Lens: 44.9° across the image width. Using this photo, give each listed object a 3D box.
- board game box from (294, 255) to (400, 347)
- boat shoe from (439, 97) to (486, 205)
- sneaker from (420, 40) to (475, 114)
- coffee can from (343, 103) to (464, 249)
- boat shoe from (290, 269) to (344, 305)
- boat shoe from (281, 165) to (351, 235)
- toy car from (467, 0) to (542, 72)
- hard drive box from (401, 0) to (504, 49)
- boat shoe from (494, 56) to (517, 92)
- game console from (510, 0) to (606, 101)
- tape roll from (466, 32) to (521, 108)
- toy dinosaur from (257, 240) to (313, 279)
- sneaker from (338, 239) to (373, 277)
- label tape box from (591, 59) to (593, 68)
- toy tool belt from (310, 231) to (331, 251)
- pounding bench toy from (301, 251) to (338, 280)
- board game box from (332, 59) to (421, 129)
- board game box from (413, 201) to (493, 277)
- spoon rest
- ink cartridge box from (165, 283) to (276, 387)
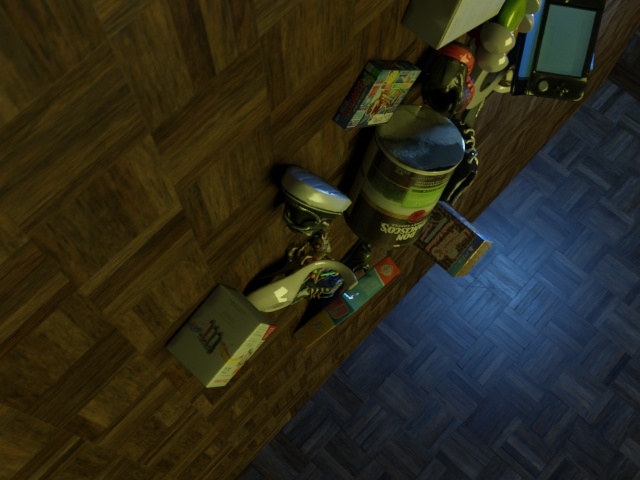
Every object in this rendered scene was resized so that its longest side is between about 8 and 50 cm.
[{"bbox_3d":[0.079,0.193,2.398,0.242,0.064,0.316,-37,175,-39],"label":"board game box"},{"bbox_3d":[0.374,-0.249,2.048,0.340,0.158,0.127,-56,153,3],"label":"boat shoe"},{"bbox_3d":[0.280,-0.331,1.713,0.135,0.097,0.276,-66,165,-7],"label":"sneaker"},{"bbox_3d":[0.180,-0.140,1.746,0.201,0.201,0.275,-38,161,-35],"label":"coffee can"},{"bbox_3d":[-0.018,0.131,2.072,0.183,0.083,0.065,-40,162,-32],"label":"boat shoe"},{"bbox_3d":[-0.015,-0.061,1.533,0.119,0.121,0.335,-55,167,6],"label":"boat shoe"},{"bbox_3d":[0.364,-0.457,1.614,0.159,0.136,0.182,-54,168,-10],"label":"toy car"},{"bbox_3d":[0.273,-0.474,1.403,0.232,0.089,0.181,-37,161,-40],"label":"hard drive box"},{"bbox_3d":[0.565,-0.499,2.134,0.324,0.116,0.097,-28,158,-41],"label":"boat shoe"},{"bbox_3d":[0.583,-0.490,1.894,0.173,0.250,0.293,-107,-155,-72],"label":"game console"},{"bbox_3d":[0.401,-0.432,1.905,0.219,0.072,0.219,-45,164,-17],"label":"tape roll"},{"bbox_3d":[-0.063,0.055,1.817,0.183,0.053,0.093,-27,155,-55],"label":"toy dinosaur"},{"bbox_3d":[0.124,0.051,2.292,0.188,0.078,0.067,-49,165,-1],"label":"sneaker"},{"bbox_3d":[0.689,-0.634,2.094,0.240,0.106,0.334,-19,116,-61],"label":"label tape box"},{"bbox_3d":[0.000,0.000,1.893,0.083,0.052,0.051,19,74,-78],"label":"toy tool belt"},{"bbox_3d":[0.002,0.071,1.981,0.065,0.083,0.052,-39,162,-35],"label":"pounding bench toy"},{"bbox_3d":[0.114,-0.286,1.518,0.136,0.035,0.201,-56,163,25],"label":"board game box"},{"bbox_3d":[0.346,-0.035,2.300,0.141,0.291,0.232,-52,165,10],"label":"board game box"},{"bbox_3d":[-0.054,0.103,1.823,0.276,0.084,0.137,-12,163,-23],"label":"spoon rest"},{"bbox_3d":[-0.207,0.203,1.626,0.176,0.127,0.128,-48,166,1],"label":"ink cartridge box"}]
